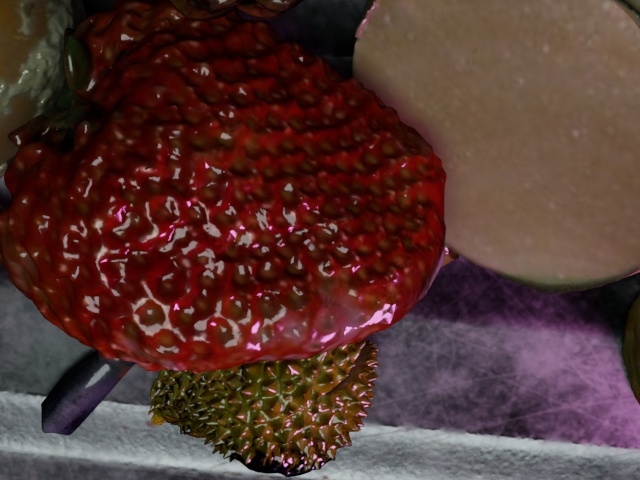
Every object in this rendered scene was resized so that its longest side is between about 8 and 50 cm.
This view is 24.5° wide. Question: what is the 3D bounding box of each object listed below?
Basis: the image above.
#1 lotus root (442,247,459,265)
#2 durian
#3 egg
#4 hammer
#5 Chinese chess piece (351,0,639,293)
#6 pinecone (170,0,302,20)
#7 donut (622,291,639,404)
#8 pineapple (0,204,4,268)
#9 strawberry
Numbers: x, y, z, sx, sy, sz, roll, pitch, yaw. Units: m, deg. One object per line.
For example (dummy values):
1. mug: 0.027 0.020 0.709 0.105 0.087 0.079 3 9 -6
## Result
1. lotus root: 0.000 0.000 1.358 0.258 0.110 0.097 4 110 6
2. durian: -0.057 0.157 1.403 0.237 0.138 0.193 -28 156 24
3. egg: -0.293 -0.165 1.256 0.194 0.195 0.233 12 101 -1
4. hammer: -0.180 0.103 1.471 0.137 0.037 0.290 40 113 -13
5. Chinese chess piece: 0.185 -0.121 1.197 0.338 0.140 0.338 22 134 24
6. pinecone: -0.062 -0.315 1.108 0.242 0.296 0.298 -10 98 40
7. donut: 0.422 0.110 1.379 0.272 0.107 0.272 1 116 3
8. pineapple: -0.406 -0.031 1.382 0.248 0.128 0.128 28 116 -12
9. strawberry: -0.073 -0.024 1.184 0.351 0.312 0.267 19 152 4
